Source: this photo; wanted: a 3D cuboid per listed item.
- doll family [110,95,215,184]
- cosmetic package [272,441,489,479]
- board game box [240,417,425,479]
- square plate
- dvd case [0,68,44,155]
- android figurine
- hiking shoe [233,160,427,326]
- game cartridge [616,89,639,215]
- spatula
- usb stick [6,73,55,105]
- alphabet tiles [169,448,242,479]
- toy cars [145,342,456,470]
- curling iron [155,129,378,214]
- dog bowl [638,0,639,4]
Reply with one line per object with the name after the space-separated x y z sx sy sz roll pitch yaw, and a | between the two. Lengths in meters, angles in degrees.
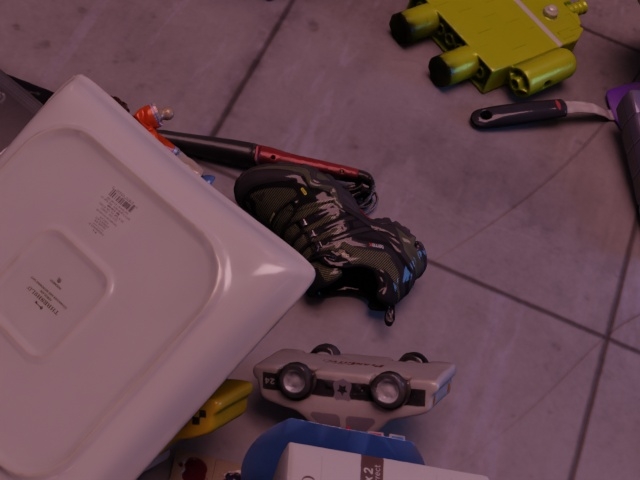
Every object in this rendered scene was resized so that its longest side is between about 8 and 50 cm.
-0.243 -0.035 1.337 0.163 0.118 0.263 41 83 -14 | doll family
0.039 0.287 1.146 0.183 0.151 0.151 11 49 -8 | cosmetic package
0.012 0.209 1.220 0.168 0.133 0.033 12 36 -7 | board game box
-0.236 0.052 1.188 0.347 0.049 0.344 39 85 27 | square plate
-0.390 -0.082 1.369 0.179 0.029 0.239 40 62 9 | dvd case
0.231 -0.287 1.739 0.273 0.056 0.248 -23 62 -28 | android figurine
0.000 0.000 1.418 0.227 0.086 0.114 27 47 5 | hiking shoe
0.553 -0.080 1.648 0.355 0.068 0.230 3 65 -15 | game cartridge
0.325 -0.165 1.683 0.296 0.030 0.084 -5 57 -19 | spatula
-0.373 -0.160 1.461 0.278 0.045 0.077 20 43 0 | usb stick
-0.059 0.313 1.202 0.198 0.009 0.237 15 50 -5 | alphabet tiles
-0.063 0.160 1.256 0.393 0.087 0.176 -3 9 -20 | toy cars
-0.064 -0.084 1.498 0.274 0.035 0.068 18 49 -3 | curling iron
0.601 -0.282 1.641 0.408 0.408 0.150 3 72 -14 | dog bowl
